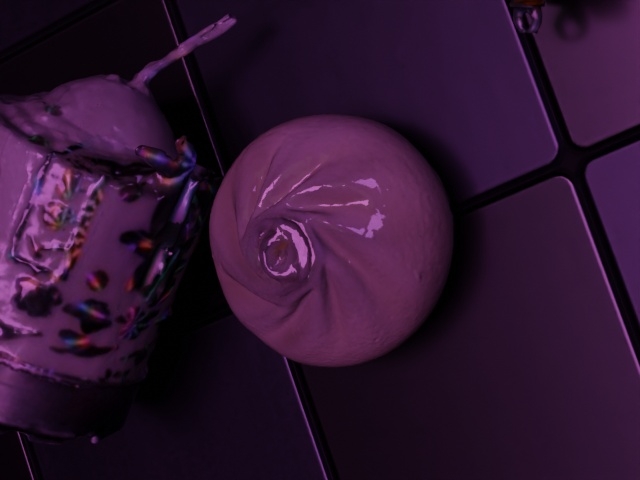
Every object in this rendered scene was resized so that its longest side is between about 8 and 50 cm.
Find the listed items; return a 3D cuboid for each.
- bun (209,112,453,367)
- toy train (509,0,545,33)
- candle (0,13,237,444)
[{"bbox_3d":[0.000,0.000,1.332,0.172,0.120,0.173,2,94,28],"label":"bun"},{"bbox_3d":[0.149,-0.245,1.246,0.136,0.091,0.228,-3,98,10],"label":"toy train"},{"bbox_3d":[-0.168,-0.022,1.393,0.187,0.187,0.330,30,104,25],"label":"candle"}]
